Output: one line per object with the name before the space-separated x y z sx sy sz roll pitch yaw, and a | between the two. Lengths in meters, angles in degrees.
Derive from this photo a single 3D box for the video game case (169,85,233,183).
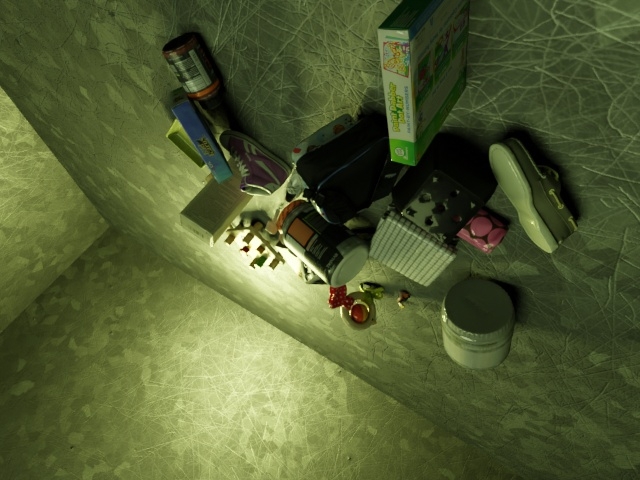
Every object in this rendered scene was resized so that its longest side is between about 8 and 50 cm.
video game case | -0.390 -0.349 1.342 0.269 0.061 0.244 63 177 -36

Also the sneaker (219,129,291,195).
sneaker | -0.257 -0.257 1.395 0.282 0.161 0.102 32 155 8

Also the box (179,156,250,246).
box | -0.365 -0.148 1.528 0.148 0.311 0.121 35 154 1

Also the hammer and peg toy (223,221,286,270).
hammer and peg toy | -0.355 0.029 2.022 0.362 0.127 0.266 -2 136 50

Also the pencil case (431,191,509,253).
pencil case | 0.380 -0.048 1.078 0.210 0.098 0.095 31 154 6

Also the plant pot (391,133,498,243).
plant pot | 0.279 -0.103 0.941 0.188 0.167 0.187 36 119 0

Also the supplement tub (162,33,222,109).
supplement tub | -0.363 -0.484 1.196 0.106 0.106 0.197 16 149 33

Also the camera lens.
camera lens | 0.510 0.279 1.340 0.220 0.219 0.274 18 149 30

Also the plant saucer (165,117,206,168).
plant saucer | -0.492 -0.381 1.586 0.188 0.045 0.188 45 152 -19

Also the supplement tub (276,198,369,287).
supplement tub | 0.000 0.000 1.442 0.316 0.194 0.193 42 159 28

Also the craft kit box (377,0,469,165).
craft kit box | 0.187 -0.302 0.703 0.061 0.249 0.246 18 148 31

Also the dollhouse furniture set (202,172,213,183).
dollhouse furniture set | -0.435 -0.238 1.717 0.091 0.081 0.114 18 149 30

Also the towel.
towel | 0.285 0.004 1.259 0.235 0.121 0.283 31 155 11

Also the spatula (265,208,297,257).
spatula | -0.135 -0.035 1.599 0.168 0.242 0.019 40 109 -14

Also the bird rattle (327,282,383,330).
bird rattle | 0.153 0.274 1.720 0.143 0.254 0.206 -22 77 53

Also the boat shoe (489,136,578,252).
boat shoe | 0.465 -0.107 0.890 0.305 0.091 0.109 50 -173 -25

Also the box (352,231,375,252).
box | 0.141 0.009 1.499 0.169 0.054 0.059 5 142 44

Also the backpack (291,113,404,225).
backpack | 0.060 -0.172 1.074 0.213 0.277 0.263 56 173 30

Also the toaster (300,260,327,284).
toaster | 0.031 0.106 1.659 0.186 0.110 0.168 4 158 -27

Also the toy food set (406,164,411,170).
toy food set | 0.264 -0.182 1.073 0.083 0.020 0.083 11 146 40

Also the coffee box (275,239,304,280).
coffee box | -0.071 0.077 1.806 0.141 0.098 0.246 8 144 42

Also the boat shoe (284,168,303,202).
boat shoe | -0.091 -0.187 1.426 0.066 0.063 0.184 37 154 -4

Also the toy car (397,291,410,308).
toy car | 0.327 0.248 1.689 0.040 0.060 0.122 59 157 27
